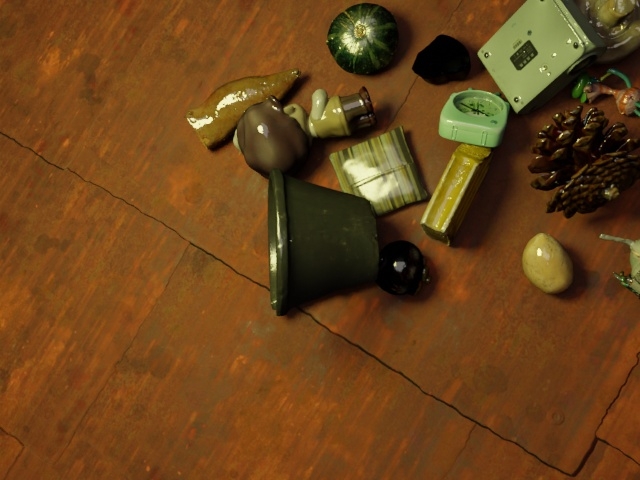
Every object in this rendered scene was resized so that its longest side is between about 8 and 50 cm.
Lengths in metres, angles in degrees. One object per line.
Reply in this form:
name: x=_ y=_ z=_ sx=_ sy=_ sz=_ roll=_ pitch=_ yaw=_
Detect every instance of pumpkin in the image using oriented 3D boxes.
pumpkin: x=0.114 y=-0.533 z=1.817 sx=0.190 sy=0.146 sz=0.190 roll=5 pitch=103 yaw=21

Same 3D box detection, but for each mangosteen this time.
mangosteen: x=0.210 y=0.073 z=1.698 sx=0.151 sy=0.137 sz=0.137 roll=21 pitch=83 yaw=-19

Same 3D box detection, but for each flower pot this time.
flower pot: x=0.000 y=0.000 z=1.664 sx=0.251 sy=0.379 sz=0.380 roll=-3 pitch=78 yaw=-6

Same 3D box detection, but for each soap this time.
soap: x=0.338 y=-0.127 z=1.680 sx=0.080 sy=0.160 sz=0.258 roll=25 pitch=84 yaw=18

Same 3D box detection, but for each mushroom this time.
mushroom: x=0.693 y=-0.536 z=1.652 sx=0.207 sy=0.215 sz=0.208 roll=0 pitch=86 yaw=7

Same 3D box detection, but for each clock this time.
clock: x=0.394 y=-0.319 z=1.722 sx=0.159 sy=0.066 sz=0.211 roll=15 pitch=44 yaw=16

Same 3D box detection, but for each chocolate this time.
chocolate: x=0.317 y=-0.464 z=1.795 sx=0.148 sy=0.080 sz=0.125 roll=-11 pitch=65 yaw=18

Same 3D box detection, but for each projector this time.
projector: x=0.530 y=-0.458 z=1.666 sx=0.250 sy=0.108 sz=0.198 roll=-43 pitch=69 yaw=44

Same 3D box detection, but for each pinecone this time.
pinecone: x=0.608 y=-0.189 z=1.596 sx=0.264 sy=0.264 sz=0.264 roll=-3 pitch=79 yaw=12

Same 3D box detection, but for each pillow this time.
pillow: x=0.148 y=-0.168 z=1.786 sx=0.212 sy=0.052 sz=0.208 roll=-21 pitch=77 yaw=11

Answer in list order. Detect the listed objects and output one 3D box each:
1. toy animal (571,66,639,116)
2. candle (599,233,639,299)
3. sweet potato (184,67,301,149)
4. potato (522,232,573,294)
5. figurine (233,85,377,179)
toy animal: x=0.724 y=-0.359 z=1.667 sx=0.208 sy=0.100 sz=0.103 roll=32 pitch=126 yaw=29
candle: x=0.781 y=0.067 z=1.526 sx=0.330 sy=0.187 sz=0.187 roll=40 pitch=90 yaw=18
sweet potato: x=-0.206 y=-0.387 z=1.876 sx=0.336 sy=0.131 sz=0.131 roll=-33 pitch=74 yaw=5
potato: x=0.537 y=0.057 z=1.630 sx=0.112 sy=0.112 sz=0.147 roll=-25 pitch=82 yaw=7
figurine: x=-0.050 y=-0.308 z=1.785 sx=0.365 sy=0.218 sz=0.206 roll=-31 pitch=72 yaw=-1
